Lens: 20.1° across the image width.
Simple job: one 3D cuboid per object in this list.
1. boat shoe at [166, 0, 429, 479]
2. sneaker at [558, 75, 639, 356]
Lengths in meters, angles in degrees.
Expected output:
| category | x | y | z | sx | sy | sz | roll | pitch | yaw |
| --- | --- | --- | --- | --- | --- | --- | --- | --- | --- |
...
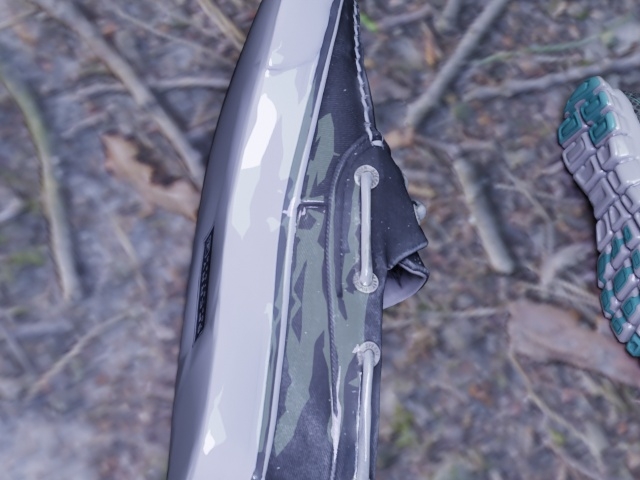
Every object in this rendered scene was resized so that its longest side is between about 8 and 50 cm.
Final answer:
| category | x | y | z | sx | sy | sz | roll | pitch | yaw |
| --- | --- | --- | --- | --- | --- | --- | --- | --- | --- |
| boat shoe | 0.000 | 0.000 | 0.834 | 0.102 | 0.108 | 0.301 | 13 | 62 | -13 |
| sneaker | 0.181 | -0.011 | 0.933 | 0.076 | 0.065 | 0.166 | 2 | 64 | -24 |
